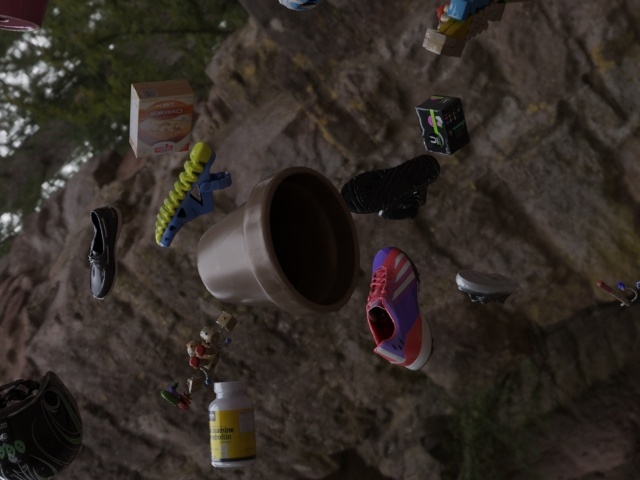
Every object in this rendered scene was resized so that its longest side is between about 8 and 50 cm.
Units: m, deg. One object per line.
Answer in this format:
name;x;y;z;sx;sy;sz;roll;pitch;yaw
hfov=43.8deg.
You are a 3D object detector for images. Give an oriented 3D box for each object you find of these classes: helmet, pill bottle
helmet;-0.458;0.305;1.265;0.169;0.169;0.162;-72;-32;-60
pill bottle;-0.199;0.412;1.794;0.103;0.103;0.184;11;-108;-57

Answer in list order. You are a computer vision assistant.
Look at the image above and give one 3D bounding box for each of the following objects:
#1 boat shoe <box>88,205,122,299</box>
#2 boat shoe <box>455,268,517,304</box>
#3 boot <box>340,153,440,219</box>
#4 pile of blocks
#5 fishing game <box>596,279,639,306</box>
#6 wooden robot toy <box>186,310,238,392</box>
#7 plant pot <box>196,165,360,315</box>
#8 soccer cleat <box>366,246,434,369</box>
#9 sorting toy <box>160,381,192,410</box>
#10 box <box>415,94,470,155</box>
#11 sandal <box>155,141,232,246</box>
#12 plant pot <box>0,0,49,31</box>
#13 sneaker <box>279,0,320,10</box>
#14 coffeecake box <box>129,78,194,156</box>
boat shoe;-0.478;0.027;1.710;0.065;0.075;0.206;-1;-76;-57
boat shoe;0.232;0.070;1.119;0.049;0.040;0.142;34;-163;37
boot;0.153;-0.095;1.839;0.094;0.246;0.207;63;167;17
pile of blocks;0.340;-0.548;1.788;0.112;0.362;0.149;31;152;36
fishing game;0.514;0.052;1.048;0.189;0.264;0.041;24;-125;-51
wooden robot toy;-0.242;0.215;1.603;0.079;0.173;0.076;24;177;34
plant pot;-0.093;0.022;1.422;0.263;0.229;0.263;27;-125;-46
soccer cleat;0.144;0.122;1.651;0.116;0.109;0.318;19;-142;-26
sorting toy;-0.339;0.367;1.895;0.061;0.042;0.102;35;171;30
box;0.205;-0.194;1.333;0.052;0.062;0.083;-36;-58;-26
sandal;-0.354;-0.110;2.217;0.138;0.317;0.126;28;-166;-24
plant pot;-0.555;-0.474;1.405;0.201;0.201;0.180;-1;-85;-61
sneaker;-0.021;-0.564;1.813;0.086;0.085;0.237;21;-154;14
coffeecake box;-0.403;-0.309;2.013;0.142;0.186;0.068;-11;-129;-25
